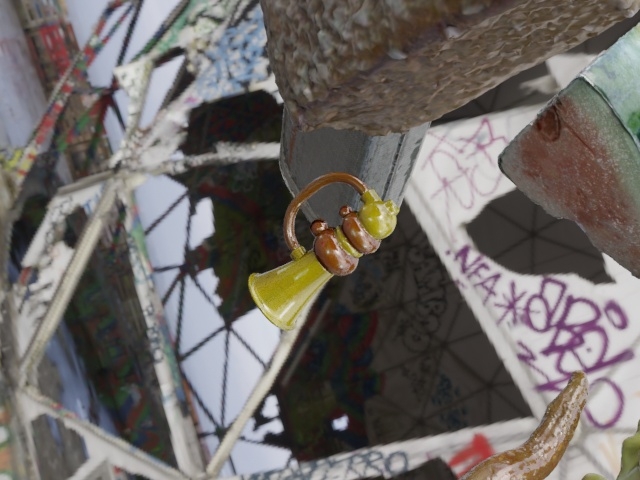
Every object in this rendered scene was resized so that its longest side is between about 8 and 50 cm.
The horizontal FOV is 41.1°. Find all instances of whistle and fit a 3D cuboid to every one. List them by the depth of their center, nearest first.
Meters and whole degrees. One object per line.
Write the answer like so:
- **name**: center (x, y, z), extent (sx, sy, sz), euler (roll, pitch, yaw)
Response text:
- **whistle**: center (0.002, 0.002, 0.555), extent (0.046, 0.109, 0.057), euler (30, 22, -45)

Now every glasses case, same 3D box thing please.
- **glasses case**: center (0.030, -0.119, 0.720), extent (0.131, 0.074, 0.323), euler (54, -25, 24)

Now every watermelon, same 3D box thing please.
- **watermelon**: center (0.300, -0.083, 0.906), extent (0.201, 0.213, 0.262), euler (-11, -67, 43)

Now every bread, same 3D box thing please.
- **bread**: center (0.019, -0.263, 0.414), extent (0.165, 0.113, 0.417), euler (-28, -113, 48)

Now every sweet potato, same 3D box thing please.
- **sweet potato**: center (0.177, 0.187, 0.740), extent (0.050, 0.214, 0.050), euler (41, -29, 29)

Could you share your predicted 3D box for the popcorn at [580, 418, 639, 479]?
- **popcorn**: center (0.376, 0.295, 0.785), extent (0.312, 0.312, 0.312), euler (163, -90, -81)
